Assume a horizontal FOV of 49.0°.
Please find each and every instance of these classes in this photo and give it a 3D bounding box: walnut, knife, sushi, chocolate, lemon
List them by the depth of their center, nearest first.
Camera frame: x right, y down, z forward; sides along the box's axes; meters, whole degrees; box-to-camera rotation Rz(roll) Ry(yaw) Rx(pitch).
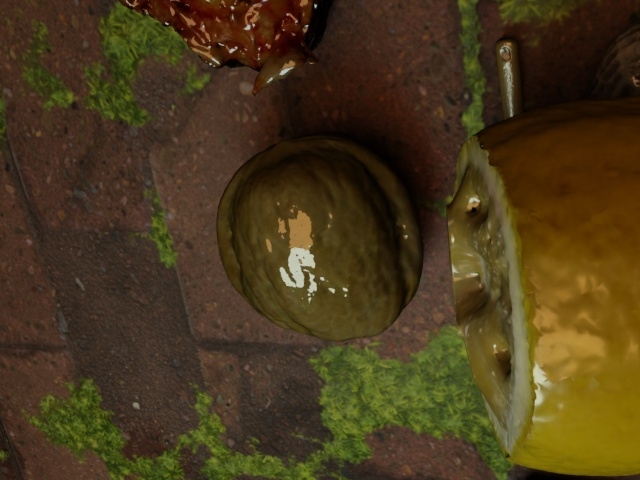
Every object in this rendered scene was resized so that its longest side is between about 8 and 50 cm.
[{"bbox_3d":[0.296,0.038,0.655,0.364,0.364,0.364,8,116,17],"label":"lemon"},{"bbox_3d":[0.331,-0.145,0.780,0.110,0.110,0.248,35,121,2],"label":"chocolate"},{"bbox_3d":[-0.131,-0.307,0.830,0.343,0.182,0.196,30,127,8],"label":"sushi"},{"bbox_3d":[0.239,-0.104,0.881,0.047,0.017,0.297,-3,116,23],"label":"knife"},{"bbox_3d":[0.000,0.000,0.896,0.283,0.227,0.282,3,114,6],"label":"walnut"}]
